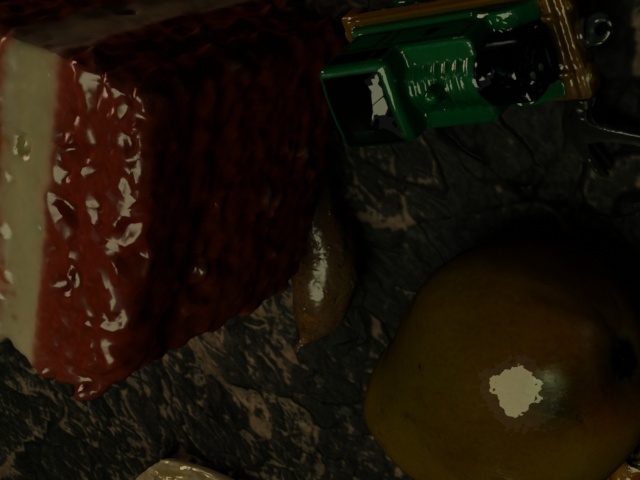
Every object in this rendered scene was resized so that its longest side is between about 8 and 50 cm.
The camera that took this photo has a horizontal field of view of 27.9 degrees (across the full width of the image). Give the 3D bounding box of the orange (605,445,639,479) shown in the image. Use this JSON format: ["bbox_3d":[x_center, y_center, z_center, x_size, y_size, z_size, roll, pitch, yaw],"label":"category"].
[{"bbox_3d":[0.285,0.204,1.089,0.086,0.062,0.086,15,116,34],"label":"orange"}]

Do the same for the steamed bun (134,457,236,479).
[{"bbox_3d":[-0.158,0.381,1.508,0.170,0.152,0.238,18,130,27],"label":"steamed bun"}]

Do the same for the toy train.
[{"bbox_3d":[0.094,-0.125,0.911,0.228,0.136,0.091,0,123,40],"label":"toy train"}]

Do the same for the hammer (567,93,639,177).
[{"bbox_3d":[0.271,-0.059,0.908,0.201,0.021,0.078,16,145,24],"label":"hammer"}]

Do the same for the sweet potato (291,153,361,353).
[{"bbox_3d":[0.006,0.002,1.143,0.068,0.068,0.226,15,118,28],"label":"sweet potato"}]

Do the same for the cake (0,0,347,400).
[{"bbox_3d":[-0.185,-0.078,1.033,0.319,0.269,0.270,23,119,25],"label":"cake"}]

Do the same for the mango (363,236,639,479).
[{"bbox_3d":[0.144,0.121,1.052,0.211,0.173,0.317,46,147,2],"label":"mango"}]
